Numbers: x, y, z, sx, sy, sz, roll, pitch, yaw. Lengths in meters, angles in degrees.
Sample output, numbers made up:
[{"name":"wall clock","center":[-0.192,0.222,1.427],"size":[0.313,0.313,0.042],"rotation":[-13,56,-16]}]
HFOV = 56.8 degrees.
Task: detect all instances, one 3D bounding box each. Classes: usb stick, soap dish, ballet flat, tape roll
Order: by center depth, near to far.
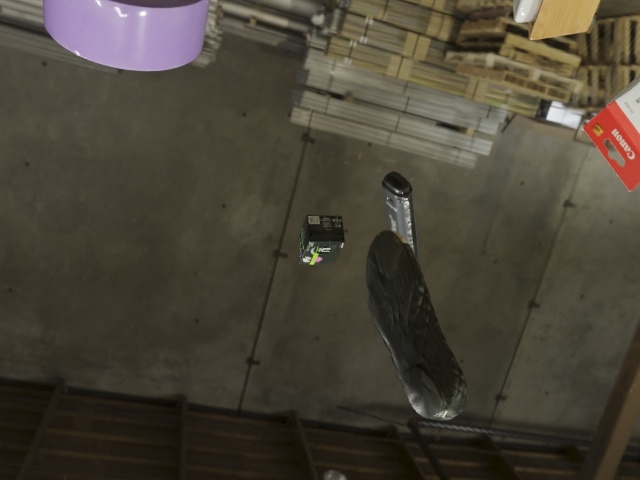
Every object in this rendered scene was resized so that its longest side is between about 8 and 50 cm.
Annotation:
[{"name":"ballet flat","center":[0.081,0.073,0.523],"size":[0.057,0.173,0.049],"rotation":[-29,159,37]},{"name":"tape roll","center":[-0.229,-0.288,0.706],"size":[0.189,0.080,0.189],"rotation":[11,-137,-11]},{"name":"soap dish","center":[0.395,-0.475,0.902],"size":[0.118,0.290,0.229],"rotation":[16,-143,7]},{"name":"usb stick","center":[0.163,-0.012,1.170],"size":[0.045,0.278,0.077],"rotation":[-24,-135,-11]}]

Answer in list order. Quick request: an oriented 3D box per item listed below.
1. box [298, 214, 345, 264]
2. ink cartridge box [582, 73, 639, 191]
[{"name":"box","center":[0.000,0.000,0.976],"size":[0.062,0.052,0.083],"rotation":[1,152,-12]},{"name":"ink cartridge box","center":[0.691,-0.242,1.246],"size":[0.181,0.225,0.056],"rotation":[51,167,-5]}]
